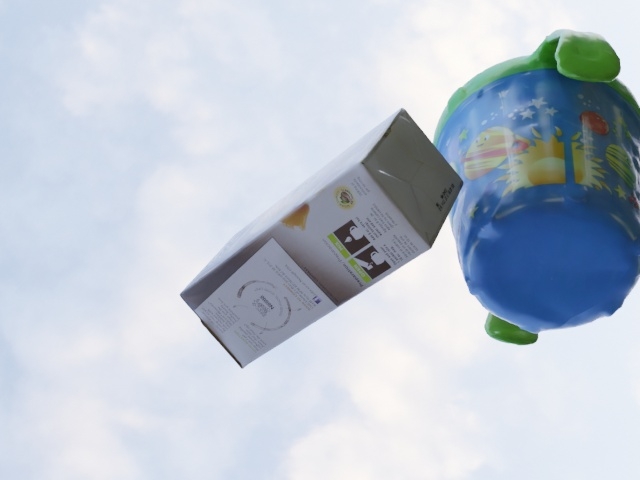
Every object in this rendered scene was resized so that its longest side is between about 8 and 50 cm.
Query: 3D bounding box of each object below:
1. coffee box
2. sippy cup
[{"bbox_3d":[0.000,0.000,0.870,0.098,0.246,0.141,50,-148,-8],"label":"coffee box"},{"bbox_3d":[0.226,-0.037,0.928,0.305,0.240,0.224,55,-155,-27],"label":"sippy cup"}]
